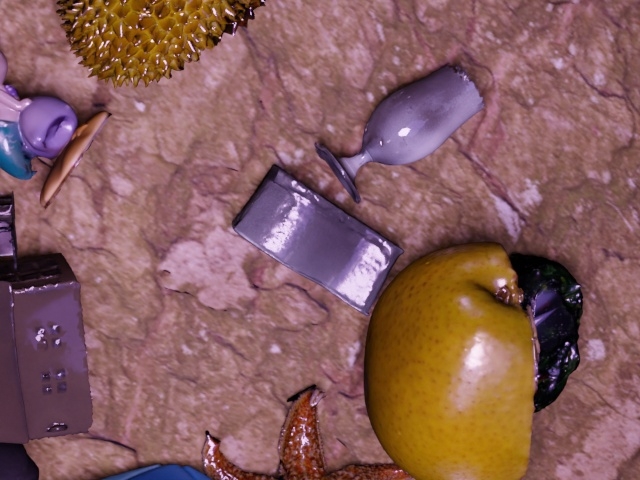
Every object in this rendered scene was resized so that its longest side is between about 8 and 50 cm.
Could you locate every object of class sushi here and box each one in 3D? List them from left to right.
[{"bbox_3d":[0.300,0.135,1.619,0.124,0.127,0.225,3,104,-14],"label":"sushi"}]

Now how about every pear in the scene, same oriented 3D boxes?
[{"bbox_3d":[0.152,0.180,1.496,0.191,0.340,0.387,-3,137,-5],"label":"pear"}]

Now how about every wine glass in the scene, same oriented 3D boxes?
[{"bbox_3d":[0.109,-0.150,1.522,0.222,0.103,0.103,-34,108,-4],"label":"wine glass"}]

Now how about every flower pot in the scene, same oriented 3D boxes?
[{"bbox_3d":[0.000,0.000,1.528,0.229,0.103,0.108,32,93,-18],"label":"flower pot"}]

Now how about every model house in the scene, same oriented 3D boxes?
[{"bbox_3d":[-0.428,0.131,1.399,0.243,0.204,0.211,-8,106,-21],"label":"model house"}]

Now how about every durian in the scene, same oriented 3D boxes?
[{"bbox_3d":[-0.193,-0.312,1.341,0.293,0.258,0.258,-39,109,4],"label":"durian"}]

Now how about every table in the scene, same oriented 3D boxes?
[{"bbox_3d":[-0.450,-0.008,1.383,0.146,0.175,0.063,-4,107,-13],"label":"table"}]

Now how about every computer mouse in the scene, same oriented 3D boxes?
[{"bbox_3d":[-0.448,0.299,1.433,0.137,0.269,0.086,-7,76,-35],"label":"computer mouse"}]

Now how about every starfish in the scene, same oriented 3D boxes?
[{"bbox_3d":[-0.006,0.359,1.600,0.311,0.113,0.303,-5,79,-12],"label":"starfish"}]

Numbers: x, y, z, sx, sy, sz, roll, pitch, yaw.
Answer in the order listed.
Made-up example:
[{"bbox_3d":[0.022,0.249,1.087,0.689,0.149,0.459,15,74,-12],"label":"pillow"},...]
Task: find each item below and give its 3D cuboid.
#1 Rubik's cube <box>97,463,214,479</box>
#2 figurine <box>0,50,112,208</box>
[{"bbox_3d":[-0.231,0.521,1.423,0.352,0.351,0.348,-11,109,-40],"label":"Rubik's cube"},{"bbox_3d":[-0.408,-0.155,1.363,0.257,0.181,0.208,34,122,-11],"label":"figurine"}]
